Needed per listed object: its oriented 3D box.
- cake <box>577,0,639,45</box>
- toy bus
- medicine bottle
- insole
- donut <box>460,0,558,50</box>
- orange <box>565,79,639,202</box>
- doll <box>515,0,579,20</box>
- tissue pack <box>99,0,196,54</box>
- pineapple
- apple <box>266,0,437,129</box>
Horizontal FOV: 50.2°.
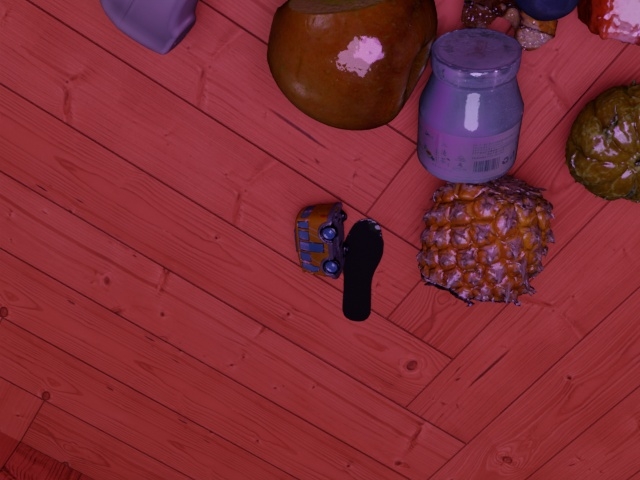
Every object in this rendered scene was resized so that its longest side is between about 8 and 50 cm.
[{"bbox_3d":[0.712,-0.558,1.416,0.320,0.269,0.269,2,117,6],"label":"cake"},{"bbox_3d":[0.000,0.000,1.892,0.136,0.126,0.209,3,118,16],"label":"toy bus"},{"bbox_3d":[0.347,-0.314,1.573,0.245,0.245,0.289,1,133,7],"label":"medicine bottle"},{"bbox_3d":[0.117,0.091,1.990,0.119,0.009,0.348,6,118,6],"label":"insole"},{"bbox_3d":[0.429,-0.520,1.553,0.217,0.141,0.085,24,157,-2],"label":"donut"},{"bbox_3d":[0.740,-0.237,1.613,0.301,0.223,0.300,6,134,4],"label":"orange"},{"bbox_3d":[0.460,-0.594,1.452,0.154,0.228,0.258,-44,62,48],"label":"doll"},{"bbox_3d":[-0.351,-0.616,1.544,0.236,0.229,0.333,37,117,-14],"label":"tissue pack"},{"bbox_3d":[0.415,-0.020,1.722,0.353,0.352,0.300,15,109,-1],"label":"pineapple"},{"bbox_3d":[0.068,-0.445,1.528,0.375,0.374,0.383,22,101,-4],"label":"apple"}]
